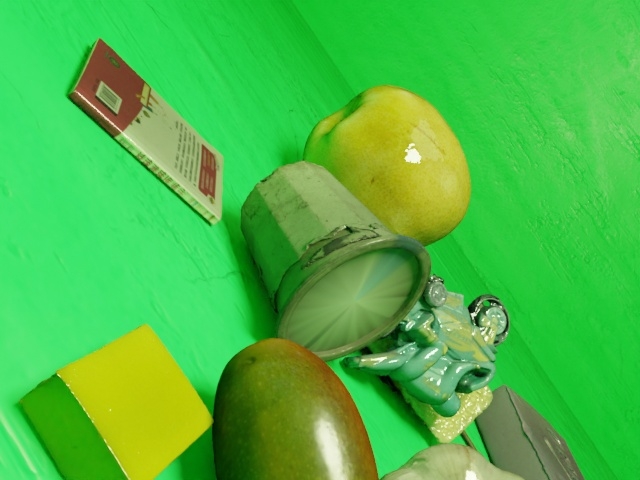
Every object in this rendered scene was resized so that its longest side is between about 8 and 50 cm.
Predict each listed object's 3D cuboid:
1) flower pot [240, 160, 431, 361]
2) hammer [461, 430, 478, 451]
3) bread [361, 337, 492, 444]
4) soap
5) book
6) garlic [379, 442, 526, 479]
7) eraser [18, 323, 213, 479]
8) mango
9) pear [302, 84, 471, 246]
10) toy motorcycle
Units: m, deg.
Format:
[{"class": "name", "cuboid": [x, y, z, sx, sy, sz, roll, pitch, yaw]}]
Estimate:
[{"class": "flower pot", "cuboid": [-0.006, 0.017, 0.865, 0.202, 0.212, 0.212, 50, 11, 35]}, {"class": "hammer", "cuboid": [0.235, 0.311, 1.244, 0.182, 0.017, 0.062, 58, 17, 7]}, {"class": "bread", "cuboid": [0.156, 0.184, 1.122, 0.266, 0.142, 0.178, 56, 1, -3]}, {"class": "soap", "cuboid": [0.439, 0.473, 1.354, 0.285, 0.107, 0.296, 42, 20, -33]}, {"class": "book", "cuboid": [-0.206, -0.137, 0.860, 0.232, 0.022, 0.162, 45, 21, -31]}, {"class": "garlic", "cuboid": [0.132, 0.328, 0.677, 0.212, 0.218, 0.218, 93, -23, -55]}, {"class": "eraser", "cuboid": [-0.141, 0.124, 0.491, 0.097, 0.045, 0.122, 56, 17, 1]}, {"class": "mango", "cuboid": [-0.015, 0.209, 0.538, 0.146, 0.129, 0.289, 86, -5, -58]}, {"class": "pear", "cuboid": [0.120, -0.122, 1.272, 0.314, 0.314, 0.314, 49, 17, -21]}, {"class": "toy motorcycle", "cuboid": [0.163, 0.159, 1.026, 0.296, 0.109, 0.198, 14, 74, -27]}]
